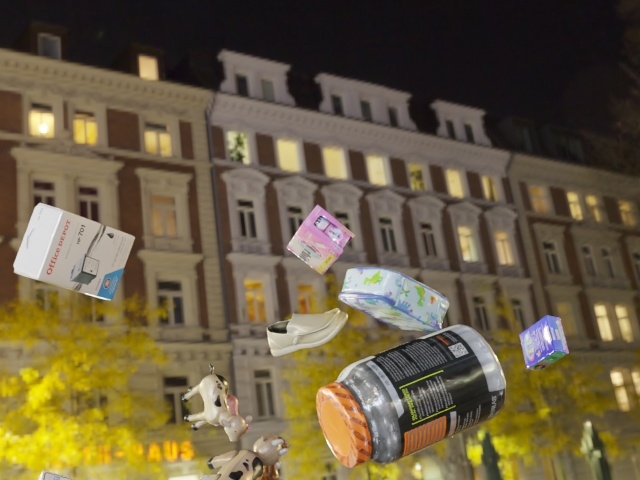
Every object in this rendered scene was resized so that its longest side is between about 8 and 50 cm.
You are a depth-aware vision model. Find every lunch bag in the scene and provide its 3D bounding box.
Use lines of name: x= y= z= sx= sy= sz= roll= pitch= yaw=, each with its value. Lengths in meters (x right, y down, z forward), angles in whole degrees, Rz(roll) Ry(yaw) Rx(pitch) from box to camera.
lunch bag: x=0.162 y=0.133 z=1.928 sx=0.219 sy=0.090 sz=0.176 roll=28 pitch=-17 yaw=-35

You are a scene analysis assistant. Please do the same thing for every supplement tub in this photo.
supplement tub: x=0.176 y=0.309 z=1.713 sx=0.338 sy=0.207 sz=0.207 roll=-17 pitch=-15 yaw=-23

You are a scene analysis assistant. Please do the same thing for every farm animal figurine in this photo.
farm animal figurine: x=-0.177 y=0.479 z=1.941 sx=0.172 sy=0.326 sz=0.330 roll=-25 pitch=-61 yaw=29

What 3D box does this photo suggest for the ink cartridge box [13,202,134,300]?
ink cartridge box: x=-0.469 y=0.025 z=1.666 sx=0.082 sy=0.139 sz=0.191 roll=15 pitch=-6 yaw=35

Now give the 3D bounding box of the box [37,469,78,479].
box: x=-0.429 y=0.567 z=1.661 sx=0.290 sy=0.087 sz=0.169 roll=25 pitch=-72 yaw=-22

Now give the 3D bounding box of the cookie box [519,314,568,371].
cookie box: x=0.508 y=0.235 z=1.978 sx=0.040 sy=0.091 sz=0.107 roll=10 pitch=-34 yaw=-23

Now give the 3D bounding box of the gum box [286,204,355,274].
gum box: x=0.000 y=0.000 z=1.952 sx=0.107 sy=0.062 sz=0.188 roll=38 pitch=-22 yaw=0

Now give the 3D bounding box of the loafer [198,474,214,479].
loafer: x=-0.219 y=0.777 z=2.458 sx=0.319 sy=0.111 sz=0.112 roll=37 pitch=-54 yaw=-13

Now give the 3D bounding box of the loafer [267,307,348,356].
loafer: x=-0.047 y=0.248 z=2.434 sx=0.269 sy=0.102 sz=0.092 roll=-25 pitch=-70 yaw=26
